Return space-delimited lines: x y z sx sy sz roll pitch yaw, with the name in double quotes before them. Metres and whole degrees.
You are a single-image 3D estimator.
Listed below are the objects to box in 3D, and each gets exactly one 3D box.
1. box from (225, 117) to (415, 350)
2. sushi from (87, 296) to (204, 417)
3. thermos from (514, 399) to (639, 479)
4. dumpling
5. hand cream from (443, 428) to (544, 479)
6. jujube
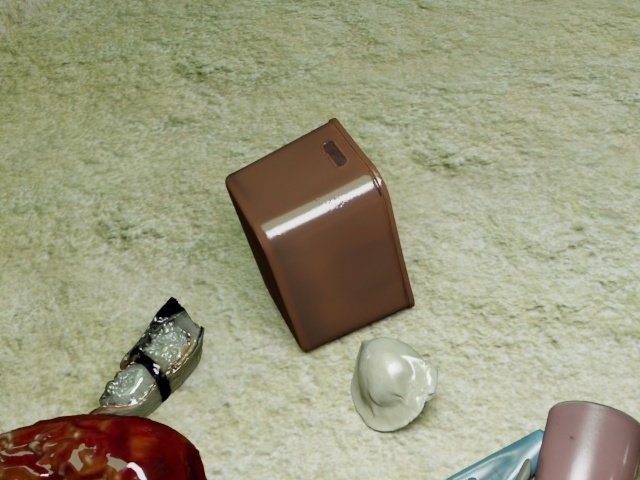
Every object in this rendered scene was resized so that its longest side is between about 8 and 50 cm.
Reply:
"box" 0.000 0.000 1.825 0.229 0.339 0.239 -26 43 -8
"sushi" -0.302 0.244 1.819 0.109 0.134 0.273 29 45 5
"thermos" 0.354 0.372 1.456 0.176 0.146 0.265 26 60 -1
"dumpling" 0.111 0.241 1.711 0.111 0.181 0.155 21 78 -10
"hand cream" 0.275 0.358 1.576 0.224 0.048 0.083 -30 44 -10
"jujube" -0.366 0.399 1.547 0.377 0.276 0.276 -6 42 8
